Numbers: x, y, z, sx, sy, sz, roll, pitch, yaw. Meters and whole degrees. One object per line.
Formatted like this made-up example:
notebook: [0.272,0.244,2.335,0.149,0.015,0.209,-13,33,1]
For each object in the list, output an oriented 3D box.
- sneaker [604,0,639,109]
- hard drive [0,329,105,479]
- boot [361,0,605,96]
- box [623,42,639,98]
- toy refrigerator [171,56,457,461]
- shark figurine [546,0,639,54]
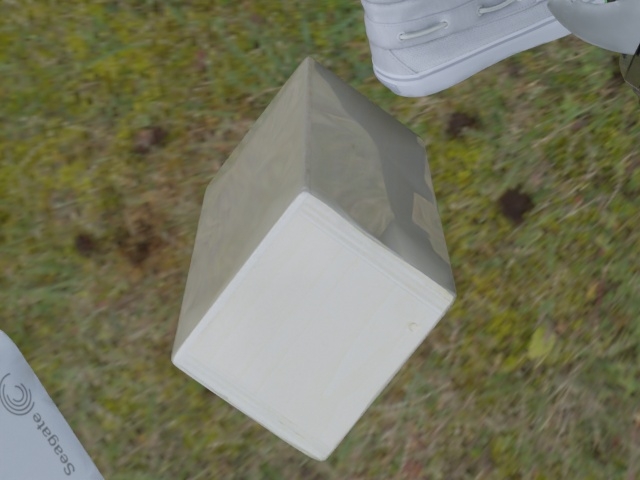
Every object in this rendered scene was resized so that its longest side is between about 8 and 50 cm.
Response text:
sneaker: [0.279,-0.175,1.164,0.185,0.483,0.202,-13,77,7]
hard drive: [-0.249,0.238,1.070,0.047,0.353,0.233,-23,103,42]
boot: [0.149,-0.222,1.454,0.258,0.123,0.095,-31,46,-12]
box: [0.262,0.004,0.467,0.318,0.395,0.097,24,100,-2]
toy refrigerator: [0.000,0.000,0.912,0.094,0.269,0.102,35,104,-11]
shark figurine: [0.263,-0.059,0.980,0.278,0.116,0.166,7,70,-18]
